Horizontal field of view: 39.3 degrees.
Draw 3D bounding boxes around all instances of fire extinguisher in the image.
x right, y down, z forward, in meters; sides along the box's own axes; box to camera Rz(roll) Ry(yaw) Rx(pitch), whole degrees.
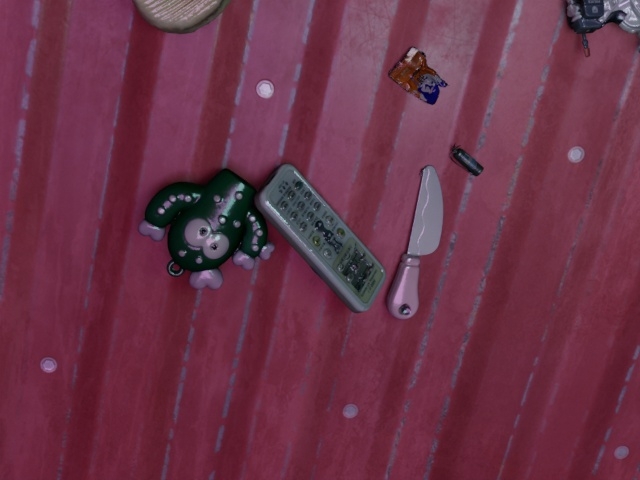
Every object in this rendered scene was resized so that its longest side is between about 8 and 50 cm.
[{"bbox_3d":[0.296,-0.165,1.845,0.083,0.025,0.038,39,123,-16],"label":"fire extinguisher"}]

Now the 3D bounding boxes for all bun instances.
[{"bbox_3d":[-0.256,-0.492,1.629,0.222,0.127,0.222,-4,119,-7],"label":"bun"}]

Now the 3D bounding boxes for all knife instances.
[{"bbox_3d":[0.212,0.010,1.887,0.081,0.043,0.336,10,105,-15],"label":"knife"}]

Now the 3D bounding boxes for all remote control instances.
[{"bbox_3d":[0.000,0.000,1.825,0.065,0.128,0.335,-24,115,45],"label":"remote control"}]

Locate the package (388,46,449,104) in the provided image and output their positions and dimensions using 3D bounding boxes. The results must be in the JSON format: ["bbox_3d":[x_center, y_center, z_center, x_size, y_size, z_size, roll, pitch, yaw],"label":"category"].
[{"bbox_3d":[0.199,-0.324,1.779,0.110,0.033,0.077,39,124,-3],"label":"package"}]

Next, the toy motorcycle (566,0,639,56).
[{"bbox_3d":[0.590,-0.440,1.752,0.221,0.102,0.150,-4,88,-8],"label":"toy motorcycle"}]

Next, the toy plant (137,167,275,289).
[{"bbox_3d":[-0.224,-0.022,1.790,0.243,0.112,0.233,-29,105,-4],"label":"toy plant"}]
